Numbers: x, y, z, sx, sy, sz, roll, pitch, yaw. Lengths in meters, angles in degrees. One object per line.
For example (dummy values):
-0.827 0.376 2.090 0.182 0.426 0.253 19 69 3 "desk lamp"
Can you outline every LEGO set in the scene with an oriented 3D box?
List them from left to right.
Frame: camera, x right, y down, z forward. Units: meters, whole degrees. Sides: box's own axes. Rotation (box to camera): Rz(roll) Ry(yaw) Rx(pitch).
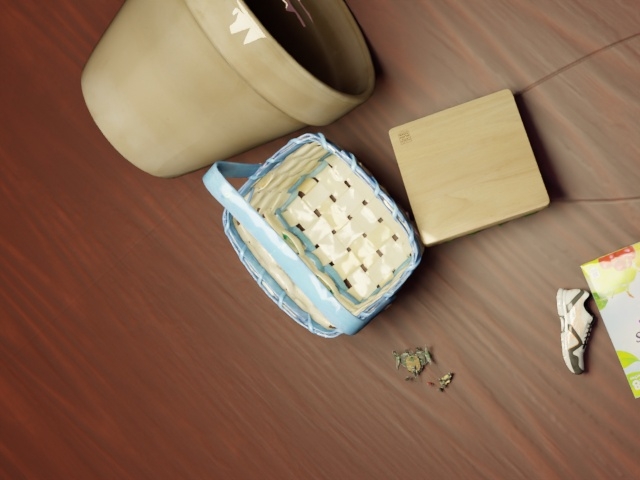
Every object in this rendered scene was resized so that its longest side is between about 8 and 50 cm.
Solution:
0.131 0.164 1.634 0.054 0.023 0.083 -43 91 19 "LEGO set"

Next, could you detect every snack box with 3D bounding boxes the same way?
0.441 0.070 1.487 0.207 0.070 0.174 -23 84 20 "snack box"

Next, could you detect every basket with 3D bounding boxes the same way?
0.000 0.000 1.529 0.201 0.289 0.255 -44 78 14 "basket"

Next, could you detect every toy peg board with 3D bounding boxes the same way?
0.188 -0.081 1.570 0.161 0.079 0.160 -18 70 7 "toy peg board"

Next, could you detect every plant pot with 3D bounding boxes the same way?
-0.138 -0.232 1.567 0.280 0.323 0.323 -34 81 24 "plant pot"

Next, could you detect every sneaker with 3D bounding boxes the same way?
0.319 0.112 1.550 0.044 0.040 0.109 -6 90 18 "sneaker"
